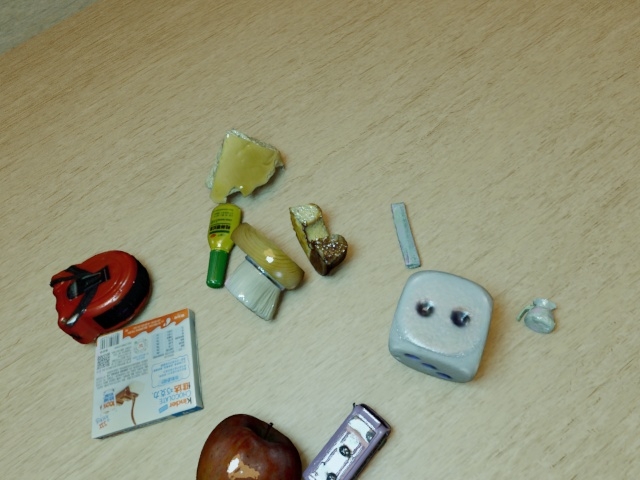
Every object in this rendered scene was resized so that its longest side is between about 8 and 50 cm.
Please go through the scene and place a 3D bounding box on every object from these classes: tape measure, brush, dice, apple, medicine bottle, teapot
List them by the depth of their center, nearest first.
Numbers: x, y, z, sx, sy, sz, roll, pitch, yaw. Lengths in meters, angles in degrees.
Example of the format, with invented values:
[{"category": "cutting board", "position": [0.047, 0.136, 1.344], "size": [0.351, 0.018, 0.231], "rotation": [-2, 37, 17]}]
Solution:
[{"category": "apple", "position": [-0.148, 0.475, 0.859], "size": [0.233, 0.234, 0.234], "rotation": [-5, 60, 9]}, {"category": "dice", "position": [0.265, 0.190, 0.944], "size": [0.191, 0.193, 0.194], "rotation": [17, 67, 19]}, {"category": "teapot", "position": [0.501, 0.171, 0.986], "size": [0.083, 0.064, 0.064], "rotation": [-3, 46, 47]}, {"category": "brush", "position": [-0.179, 0.069, 1.132], "size": [0.166, 0.174, 0.266], "rotation": [-48, 54, -5]}, {"category": "tape measure", "position": [-0.612, 0.138, 1.189], "size": [0.260, 0.114, 0.253], "rotation": [-32, 48, -10]}, {"category": "medicine bottle", "position": [-0.288, 0.013, 1.239], "size": [0.094, 0.064, 0.261], "rotation": [-3, 61, 10]}]

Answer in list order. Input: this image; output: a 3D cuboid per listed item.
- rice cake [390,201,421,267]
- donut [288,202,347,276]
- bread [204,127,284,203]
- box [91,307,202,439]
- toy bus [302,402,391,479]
[{"category": "rice cake", "position": [0.229, -0.019, 1.161], "size": [0.043, 0.034, 0.211], "rotation": [-10, 59, 3]}, {"category": "donut", "position": [-0.002, -0.001, 1.146], "size": [0.085, 0.141, 0.217], "rotation": [-26, 59, -15]}, {"category": "bread", "position": [-0.224, -0.218, 1.321], "size": [0.211, 0.224, 0.184], "rotation": [15, 23, -23]}, {"category": "box", "position": [-0.448, 0.337, 1.098], "size": [0.273, 0.048, 0.265], "rotation": [-16, 57, 2]}, {"category": "toy bus", "position": [0.057, 0.441, 0.894], "size": [0.096, 0.108, 0.199], "rotation": [35, 73, 27]}]
